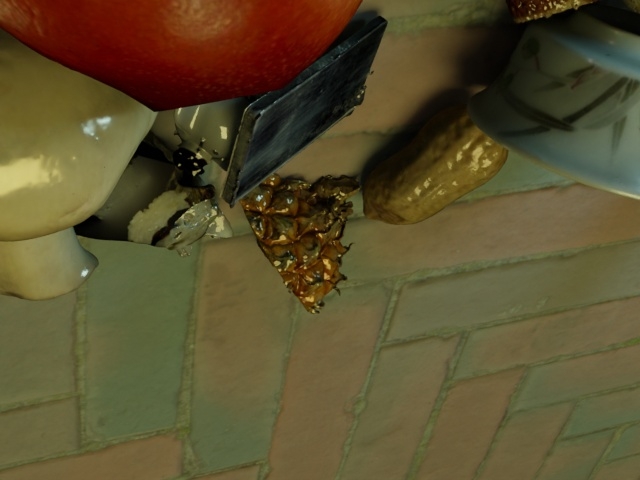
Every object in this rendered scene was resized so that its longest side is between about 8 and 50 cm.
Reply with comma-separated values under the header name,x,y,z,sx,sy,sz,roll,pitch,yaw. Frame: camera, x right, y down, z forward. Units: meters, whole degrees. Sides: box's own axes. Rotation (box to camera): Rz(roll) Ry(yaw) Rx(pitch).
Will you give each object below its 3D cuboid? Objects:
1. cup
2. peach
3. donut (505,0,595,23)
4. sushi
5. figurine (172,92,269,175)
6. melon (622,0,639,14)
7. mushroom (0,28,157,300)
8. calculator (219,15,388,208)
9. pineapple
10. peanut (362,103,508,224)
name,x,y,z,sx,sy,sz,roll,pitch,yaw
cup,0.366,-0.185,1.379,0.347,0.347,0.163,1,117,-28
peach,-0.123,-0.286,0.926,0.388,0.388,0.388,-14,142,-11
donut,0.257,-0.323,1.299,0.126,0.144,0.186,-27,-174,15
sushi,-0.202,-0.070,1.392,0.134,0.109,0.273,-42,154,18
figurine,-0.104,-0.157,1.292,0.192,0.126,0.147,-54,131,-11
melon,0.465,-0.335,1.290,0.317,0.223,0.223,-3,139,-35
mushroom,-0.309,-0.076,1.137,0.314,0.314,0.336,-13,129,-12
calculator,-0.014,-0.153,1.317,0.261,0.021,0.161,-41,162,-39
pineapple,0.001,0.004,1.547,0.164,0.140,0.250,-23,140,-2
peanut,0.149,-0.097,1.517,0.236,0.120,0.110,-34,148,34
